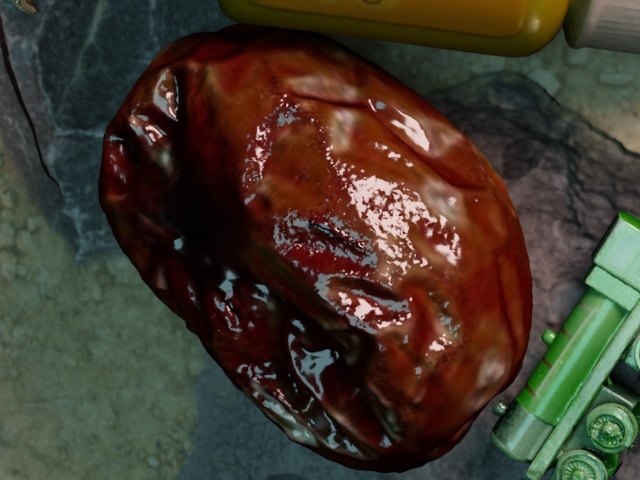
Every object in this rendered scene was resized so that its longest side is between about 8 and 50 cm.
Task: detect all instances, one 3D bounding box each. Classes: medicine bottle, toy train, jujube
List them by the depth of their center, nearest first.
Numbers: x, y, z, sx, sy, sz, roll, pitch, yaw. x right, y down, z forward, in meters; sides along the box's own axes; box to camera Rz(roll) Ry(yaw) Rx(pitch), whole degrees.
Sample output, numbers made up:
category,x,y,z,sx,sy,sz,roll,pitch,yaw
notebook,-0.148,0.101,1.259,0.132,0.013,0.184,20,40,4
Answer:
category,x,y,z,sx,sy,sz,roll,pitch,yaw
medicine bottle,0.124,-0.249,1.044,0.385,0.224,0.224,8,102,2
jujube,0.002,0.000,1.125,0.377,0.276,0.276,40,108,7
toy train,0.238,0.102,1.171,0.119,0.085,0.251,34,105,14

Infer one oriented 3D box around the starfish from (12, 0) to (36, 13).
category,x,y,z,sx,sy,sz,roll,pitch,yaw
starfish,-0.263,-0.356,1.247,0.231,0.048,0.295,-12,97,17
